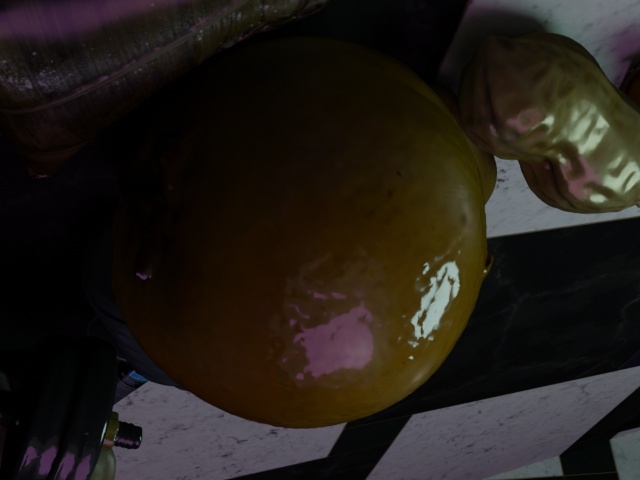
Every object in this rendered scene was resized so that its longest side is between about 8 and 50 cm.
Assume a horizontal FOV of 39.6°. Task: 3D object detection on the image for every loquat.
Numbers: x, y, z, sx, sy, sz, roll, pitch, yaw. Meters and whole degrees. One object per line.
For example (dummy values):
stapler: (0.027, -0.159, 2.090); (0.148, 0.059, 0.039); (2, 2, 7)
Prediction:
loquat: (0.000, 0.000, 0.765); (0.359, 0.328, 0.328); (17, 135, -38)

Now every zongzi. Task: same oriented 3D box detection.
zongzi: (-0.132, -0.144, 0.659); (0.286, 0.134, 0.288); (-13, 155, -7)

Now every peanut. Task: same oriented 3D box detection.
peanut: (0.245, -0.115, 0.902); (0.147, 0.147, 0.305); (-35, 136, 25)

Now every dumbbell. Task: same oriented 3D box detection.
dumbbell: (-0.364, 0.153, 0.881); (0.388, 0.185, 0.185); (20, 135, -21)

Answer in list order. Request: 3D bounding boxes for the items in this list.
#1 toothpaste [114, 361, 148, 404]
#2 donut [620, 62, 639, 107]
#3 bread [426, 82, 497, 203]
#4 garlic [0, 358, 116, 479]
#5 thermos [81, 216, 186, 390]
toothpaste: (-0.273, 0.195, 1.226); (0.193, 0.045, 0.071); (-33, 157, 13)
donut: (0.393, -0.129, 0.986); (0.078, 0.146, 0.181); (-24, 137, -17)
bread: (0.112, -0.073, 0.954); (0.147, 0.098, 0.217); (-27, 148, 20)
garlic: (-0.365, 0.257, 1.078); (0.210, 0.237, 0.292); (-10, 179, -27)
thermos: (-0.181, 0.089, 1.007); (0.182, 0.145, 0.286); (2, 150, 2)
